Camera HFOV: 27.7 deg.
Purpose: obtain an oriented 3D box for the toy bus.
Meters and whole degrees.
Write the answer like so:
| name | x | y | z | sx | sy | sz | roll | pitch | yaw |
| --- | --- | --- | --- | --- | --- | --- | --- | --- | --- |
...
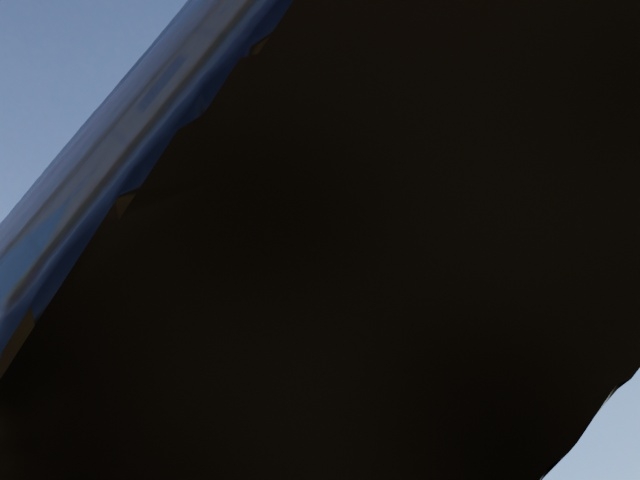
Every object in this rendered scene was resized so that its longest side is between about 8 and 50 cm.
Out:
| name | x | y | z | sx | sy | sz | roll | pitch | yaw |
| --- | --- | --- | --- | --- | --- | --- | --- | --- | --- |
| toy bus | 0.000 | 0.000 | 0.422 | 0.171 | 0.162 | 0.386 | 40 | -90 | -19 |
